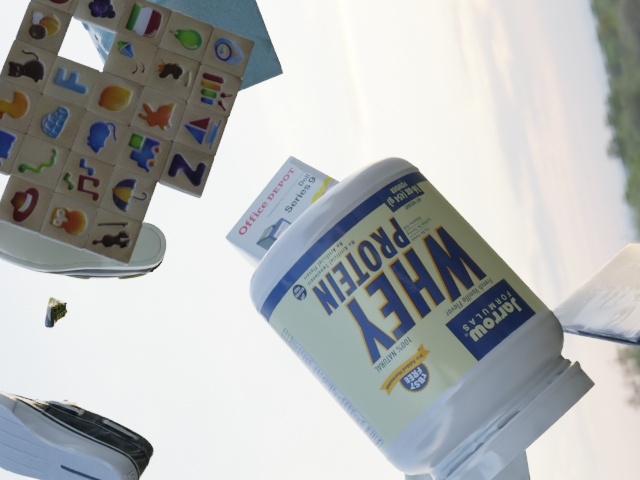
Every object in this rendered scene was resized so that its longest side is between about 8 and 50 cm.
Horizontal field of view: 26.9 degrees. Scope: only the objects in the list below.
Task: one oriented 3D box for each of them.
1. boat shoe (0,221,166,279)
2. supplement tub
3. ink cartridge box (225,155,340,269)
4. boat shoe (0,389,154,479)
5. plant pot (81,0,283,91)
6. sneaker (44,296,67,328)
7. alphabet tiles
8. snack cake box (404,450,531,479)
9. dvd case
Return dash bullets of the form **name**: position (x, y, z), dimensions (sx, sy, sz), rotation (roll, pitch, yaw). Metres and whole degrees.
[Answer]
- **boat shoe**: position (-0.413, 0.014, 2.250), dimensions (0.091, 0.305, 0.109), rotation (117, 156, -69)
- **supplement tub**: position (0.107, 0.098, 1.423), dimensions (0.325, 0.235, 0.235), rotation (48, -170, 11)
- **ink cartridge box**: position (0.000, 0.000, 1.819), dimensions (0.212, 0.154, 0.093), rotation (31, 167, 39)
- **boat shoe**: position (-0.420, 0.311, 2.123), dimensions (0.119, 0.335, 0.121), rotation (-44, -27, -57)
- **plant pot**: position (-0.254, -0.361, 2.258), dimensions (0.248, 0.252, 0.247), rotation (46, 164, 50)
- **sneaker**: position (-0.443, 0.120, 2.252), dimensions (0.083, 0.035, 0.031), rotation (-99, 21, -60)
- **alphabet tiles**: position (-0.184, -0.105, 1.157), dimensions (0.009, 0.198, 0.237), rotation (132, 157, -70)
- **snack cake box**: position (0.189, 0.324, 1.730), dimensions (0.264, 0.152, 0.089), rotation (61, -158, -79)
- **dvd case**: position (0.376, 0.060, 1.601), dimensions (0.018, 0.164, 0.221), rotation (55, 166, -14)
